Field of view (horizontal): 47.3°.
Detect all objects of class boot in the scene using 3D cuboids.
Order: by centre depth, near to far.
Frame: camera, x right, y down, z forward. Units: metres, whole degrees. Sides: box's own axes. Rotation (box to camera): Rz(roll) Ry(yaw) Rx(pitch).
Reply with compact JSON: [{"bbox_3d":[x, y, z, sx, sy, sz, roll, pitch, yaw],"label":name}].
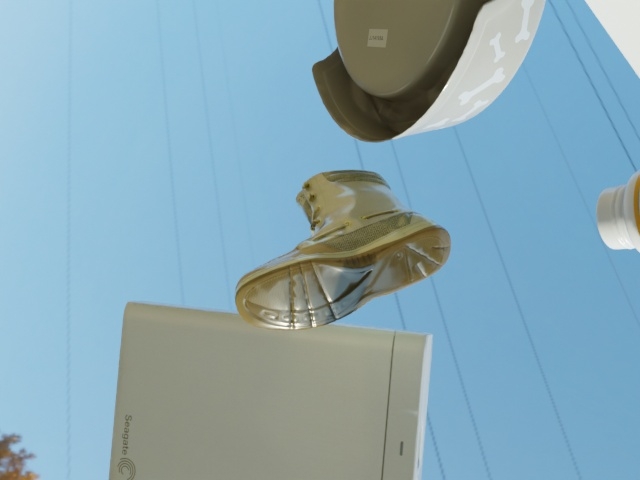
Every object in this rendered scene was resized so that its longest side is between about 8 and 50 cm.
[{"bbox_3d":[0.000,0.000,0.734,0.213,0.077,0.165,-19,-145,-13],"label":"boot"}]

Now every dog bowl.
[{"bbox_3d":[0.107,-0.280,0.803,0.349,0.102,0.348,4,-86,62],"label":"dog bowl"}]

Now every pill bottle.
[{"bbox_3d":[0.456,-0.040,0.888,0.215,0.117,0.117,-9,-115,48],"label":"pill bottle"}]

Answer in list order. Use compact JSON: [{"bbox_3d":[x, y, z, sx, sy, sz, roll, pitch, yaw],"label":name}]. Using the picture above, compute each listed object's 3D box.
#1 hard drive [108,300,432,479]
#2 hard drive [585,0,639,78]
[{"bbox_3d":[-0.064,0.199,0.806,0.353,0.047,0.232,4,-92,19],"label":"hard drive"},{"bbox_3d":[0.381,-0.205,0.657,0.203,0.307,0.040,-27,-155,42],"label":"hard drive"}]
